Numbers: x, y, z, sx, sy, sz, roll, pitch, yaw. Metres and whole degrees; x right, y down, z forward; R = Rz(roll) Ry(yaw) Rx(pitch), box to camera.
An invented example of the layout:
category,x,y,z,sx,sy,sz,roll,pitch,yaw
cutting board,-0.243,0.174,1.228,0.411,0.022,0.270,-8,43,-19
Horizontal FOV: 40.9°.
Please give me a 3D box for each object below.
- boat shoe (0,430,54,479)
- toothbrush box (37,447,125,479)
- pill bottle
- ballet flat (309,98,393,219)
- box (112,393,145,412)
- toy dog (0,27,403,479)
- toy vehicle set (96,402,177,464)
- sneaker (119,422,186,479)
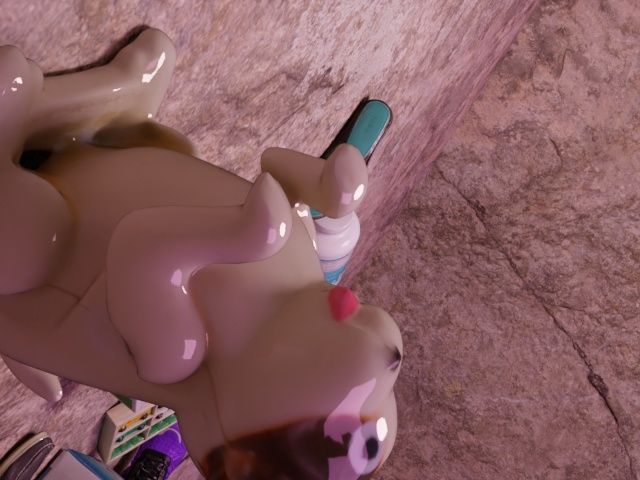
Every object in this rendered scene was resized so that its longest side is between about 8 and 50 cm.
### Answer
category,x,y,z,sx,sy,sz,roll,pitch,yaw
boat shoe,-0.453,0.379,1.227,0.223,0.073,0.080,-50,170,-16
toothbrush box,-0.448,0.502,1.527,0.216,0.126,0.295,-50,169,-15
pill bottle,0.000,0.000,1.827,0.146,0.146,0.264,-48,169,-29
ballet flat,0.052,-0.154,1.705,0.280,0.095,0.096,-53,-178,-4
box,-0.276,0.178,1.272,0.102,0.101,0.087,-47,168,-34
toy dog,-0.115,0.068,0.728,0.395,0.408,0.284,-57,169,18
toy vehicle set,-0.300,0.317,1.656,0.267,0.035,0.166,-28,156,-36
sneaker,-0.375,0.516,1.880,0.293,0.102,0.146,-58,-171,23
